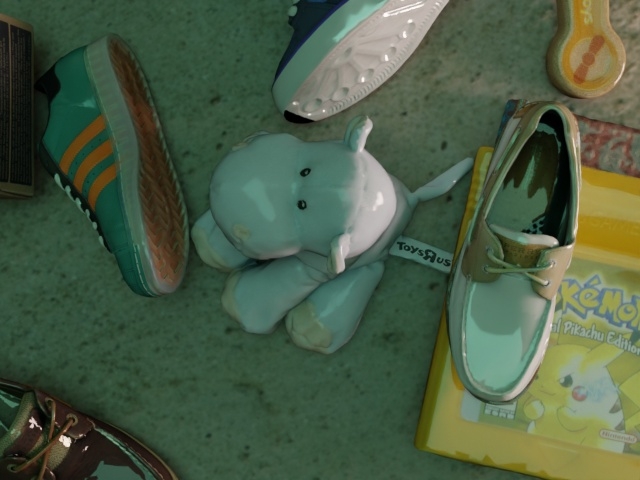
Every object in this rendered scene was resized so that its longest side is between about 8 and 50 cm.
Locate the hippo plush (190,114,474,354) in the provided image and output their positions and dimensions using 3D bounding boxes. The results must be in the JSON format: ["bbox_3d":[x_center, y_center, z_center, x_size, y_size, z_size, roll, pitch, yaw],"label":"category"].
[{"bbox_3d":[0.000,0.000,1.119,0.294,0.236,0.234,8,88,4],"label":"hippo plush"}]

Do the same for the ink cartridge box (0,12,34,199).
[{"bbox_3d":[-0.429,-0.138,1.205,0.234,0.088,0.193,-3,86,19],"label":"ink cartridge box"}]

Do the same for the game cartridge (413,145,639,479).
[{"bbox_3d":[0.267,0.087,1.152,0.285,0.053,0.324,12,87,5],"label":"game cartridge"}]

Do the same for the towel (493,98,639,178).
[{"bbox_3d":[0.283,0.056,1.197,0.271,0.040,0.370,14,88,4],"label":"towel"}]

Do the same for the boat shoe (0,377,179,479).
[{"bbox_3d":[-0.309,0.214,1.180,0.342,0.123,0.123,29,77,7],"label":"boat shoe"}]

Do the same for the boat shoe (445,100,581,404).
[{"bbox_3d":[0.188,0.010,1.092,0.113,0.103,0.302,9,84,5],"label":"boat shoe"}]

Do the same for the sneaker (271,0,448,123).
[{"bbox_3d":[0.020,-0.312,1.207,0.323,0.130,0.236,-47,62,19],"label":"sneaker"}]

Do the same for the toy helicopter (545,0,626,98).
[{"bbox_3d":[0.291,-0.330,1.189,0.234,0.140,0.355,-5,98,-5],"label":"toy helicopter"}]

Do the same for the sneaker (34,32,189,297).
[{"bbox_3d":[-0.229,-0.068,1.200,0.121,0.108,0.302,-23,69,17],"label":"sneaker"}]
